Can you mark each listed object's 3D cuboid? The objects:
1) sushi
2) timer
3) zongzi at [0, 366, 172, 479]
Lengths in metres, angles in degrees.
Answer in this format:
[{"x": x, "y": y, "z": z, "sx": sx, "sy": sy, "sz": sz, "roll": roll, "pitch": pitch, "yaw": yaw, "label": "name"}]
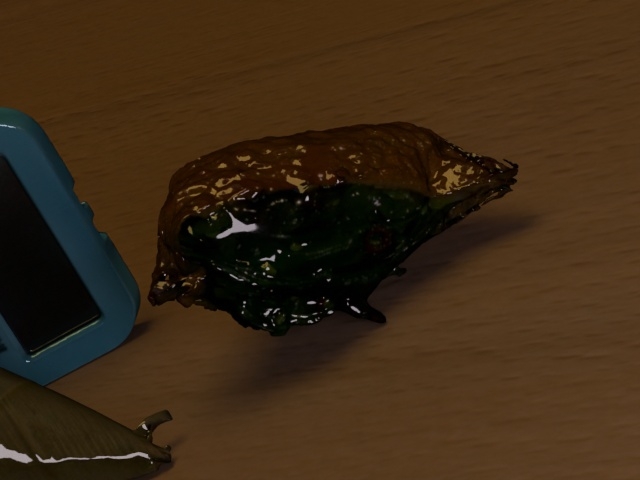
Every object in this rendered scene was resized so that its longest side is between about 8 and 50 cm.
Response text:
[{"x": 0.000, "y": -0.001, "z": 1.414, "sx": 0.287, "sy": 0.149, "sz": 0.140, "roll": -7, "pitch": 37, "yaw": -17, "label": "sushi"}, {"x": -0.299, "y": 0.033, "z": 1.542, "sx": 0.250, "sy": 0.232, "sz": 0.091, "roll": -24, "pitch": 25, "yaw": 12, "label": "timer"}, {"x": -0.378, "y": 0.080, "z": 1.310, "sx": 0.418, "sy": 0.447, "sz": 0.181, "roll": -10, "pitch": 54, "yaw": 26, "label": "zongzi"}]
